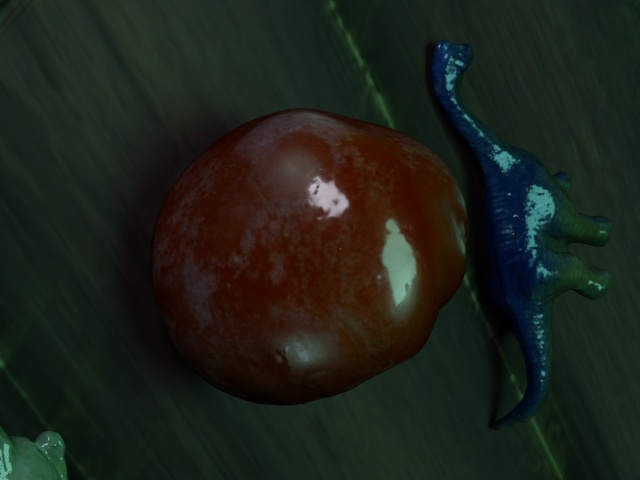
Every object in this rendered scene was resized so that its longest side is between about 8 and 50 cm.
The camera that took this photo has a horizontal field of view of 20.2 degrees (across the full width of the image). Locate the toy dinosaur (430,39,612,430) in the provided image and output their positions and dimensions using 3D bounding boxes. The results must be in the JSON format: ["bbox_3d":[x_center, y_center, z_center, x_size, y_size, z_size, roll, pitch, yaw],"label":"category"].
[{"bbox_3d":[0.120,0.003,1.242,0.188,0.075,0.247,17,84,-43],"label":"toy dinosaur"}]

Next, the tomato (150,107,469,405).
[{"bbox_3d":[0.000,0.000,0.978,0.187,0.187,0.151,-31,95,-48],"label":"tomato"}]

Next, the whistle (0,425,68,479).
[{"bbox_3d":[-0.140,0.151,0.888,0.126,0.067,0.258,-49,126,-23],"label":"whistle"}]
